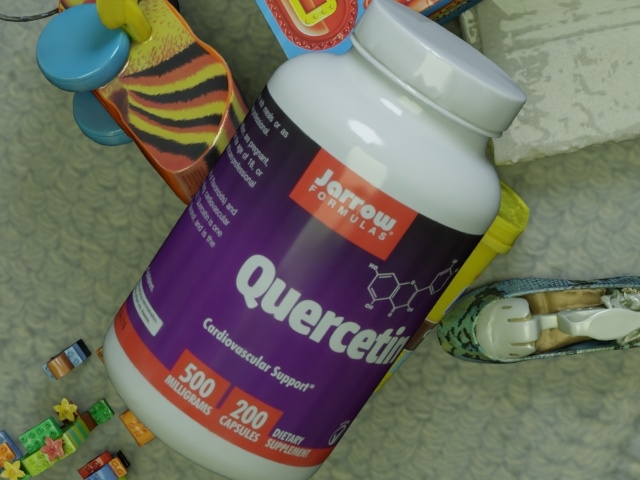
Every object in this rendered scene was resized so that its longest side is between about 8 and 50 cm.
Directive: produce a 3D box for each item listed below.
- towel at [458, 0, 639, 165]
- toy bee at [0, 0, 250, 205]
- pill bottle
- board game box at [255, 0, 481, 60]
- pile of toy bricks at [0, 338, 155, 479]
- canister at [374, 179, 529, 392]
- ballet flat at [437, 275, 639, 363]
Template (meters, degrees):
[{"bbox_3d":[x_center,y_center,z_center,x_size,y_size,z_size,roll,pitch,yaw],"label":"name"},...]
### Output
[{"bbox_3d":[0.243,-0.166,1.400,0.282,0.049,0.187,-9,100,12],"label":"towel"},{"bbox_3d":[-0.143,-0.163,1.403,0.298,0.195,0.162,41,79,10],"label":"toy bee"},{"bbox_3d":[0.000,0.000,1.290,0.181,0.181,0.323,34,105,1],"label":"pill bottle"},{"bbox_3d":[0.049,-0.315,1.356,0.302,0.086,0.308,-31,84,12],"label":"board game box"},{"bbox_3d":[-0.205,0.160,1.495,0.212,0.105,0.118,-35,93,12],"label":"pile of toy bricks"},{"bbox_3d":[0.076,0.025,1.421,0.073,0.126,0.170,40,105,0],"label":"canister"},{"bbox_3d":[0.180,0.061,1.443,0.188,0.070,0.070,-11,98,10],"label":"ballet flat"}]
